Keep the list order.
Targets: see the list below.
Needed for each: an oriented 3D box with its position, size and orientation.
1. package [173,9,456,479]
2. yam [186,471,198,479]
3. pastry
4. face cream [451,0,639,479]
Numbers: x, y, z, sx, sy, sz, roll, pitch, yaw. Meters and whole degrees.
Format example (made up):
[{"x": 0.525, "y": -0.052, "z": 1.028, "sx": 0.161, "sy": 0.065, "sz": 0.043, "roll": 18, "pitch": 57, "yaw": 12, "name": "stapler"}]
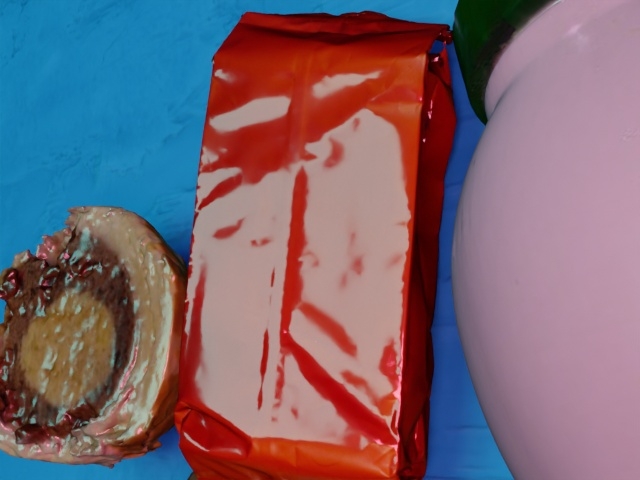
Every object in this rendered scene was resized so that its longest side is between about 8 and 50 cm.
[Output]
[{"x": 0.000, "y": 0.001, "z": 0.800, "sx": 0.196, "sy": 0.123, "sz": 0.424, "roll": 3, "pitch": 80, "yaw": 19, "name": "package"}, {"x": -0.080, "y": 0.220, "z": 0.901, "sx": 0.127, "sy": 0.084, "sz": 0.084, "roll": -55, "pitch": 45, "yaw": 17, "name": "yam"}, {"x": -0.207, "y": 0.103, "z": 1.022, "sx": 0.236, "sy": 0.170, "sz": 0.256, "roll": -2, "pitch": 67, "yaw": 27, "name": "pastry"}, {"x": 0.207, "y": 0.002, "z": 0.534, "sx": 0.312, "sy": 0.219, "sz": 0.357, "roll": -33, "pitch": 55, "yaw": 38, "name": "face cream"}]
